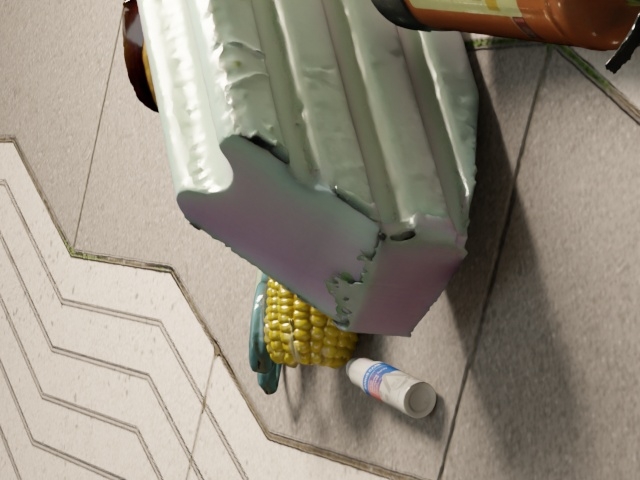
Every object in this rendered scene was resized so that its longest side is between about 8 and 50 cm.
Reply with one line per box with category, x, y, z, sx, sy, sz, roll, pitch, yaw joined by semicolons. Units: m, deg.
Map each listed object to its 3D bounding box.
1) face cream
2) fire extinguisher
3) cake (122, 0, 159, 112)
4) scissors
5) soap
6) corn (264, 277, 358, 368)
face cream;0.059;0.129;1.752;0.130;0.034;0.034;22;103;63
fire extinguisher;0.179;-0.240;1.512;0.376;0.113;0.200;21;101;58
cake;-0.072;-0.198;1.933;0.178;0.208;0.185;10;89;36
scissors;-0.043;0.005;1.949;0.138;0.041;0.289;71;-159;-68
soap;-0.008;-0.140;1.700;0.156;0.261;0.446;-54;40;43
corn;0.000;0.000;1.833;0.093;0.093;0.244;-2;82;63
